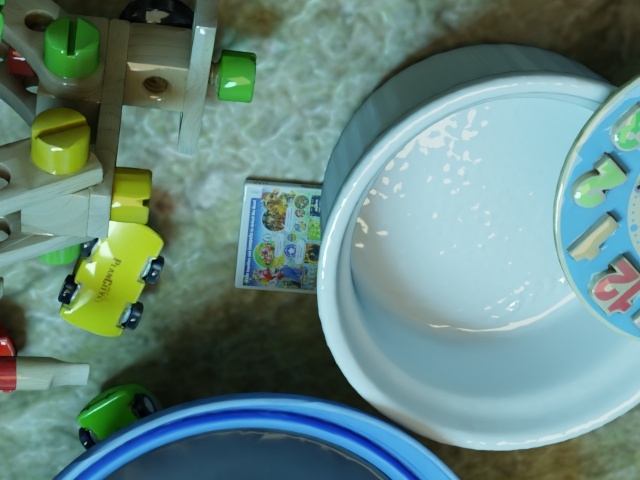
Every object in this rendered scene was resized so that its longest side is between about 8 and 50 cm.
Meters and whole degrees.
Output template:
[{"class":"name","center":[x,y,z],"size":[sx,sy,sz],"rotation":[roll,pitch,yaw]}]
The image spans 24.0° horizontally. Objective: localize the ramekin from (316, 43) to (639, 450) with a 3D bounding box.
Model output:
[{"class":"ramekin","center":[0.128,-0.004,1.056],"size":[0.277,0.135,0.277],"rotation":[-3,115,-5]}]

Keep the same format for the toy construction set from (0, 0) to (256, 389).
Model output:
[{"class":"toy construction set","center":[-0.160,-0.043,0.981],"size":[0.237,0.257,0.308],"rotation":[4,115,-15]}]

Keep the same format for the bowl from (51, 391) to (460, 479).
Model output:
[{"class":"bowl","center":[-0.050,0.295,1.039],"size":[0.391,0.077,0.391],"rotation":[-1,94,-13]}]

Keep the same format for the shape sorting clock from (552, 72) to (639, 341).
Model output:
[{"class":"shape sorting clock","center":[0.249,-0.023,0.965],"size":[0.206,0.040,0.206],"rotation":[-3,116,-6]}]

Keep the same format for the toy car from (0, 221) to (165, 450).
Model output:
[{"class":"toy car","center":[-0.178,0.103,1.148],"size":[0.239,0.053,0.225],"rotation":[-29,114,12]}]

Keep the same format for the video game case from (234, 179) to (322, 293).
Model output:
[{"class":"video game case","center":[0.000,0.000,1.129],"size":[0.122,0.011,0.087],"rotation":[5,116,-5]}]
